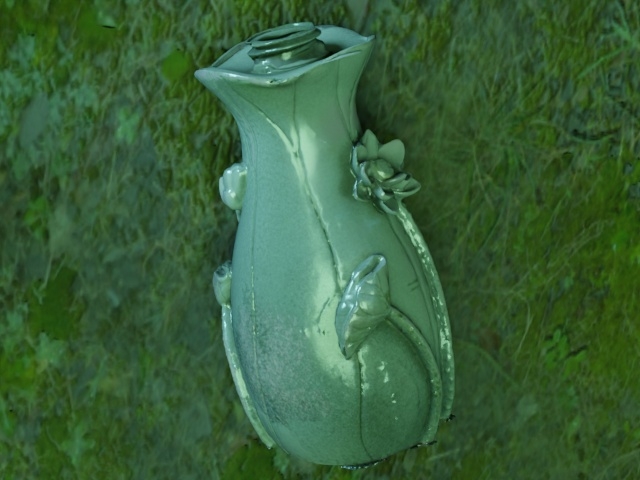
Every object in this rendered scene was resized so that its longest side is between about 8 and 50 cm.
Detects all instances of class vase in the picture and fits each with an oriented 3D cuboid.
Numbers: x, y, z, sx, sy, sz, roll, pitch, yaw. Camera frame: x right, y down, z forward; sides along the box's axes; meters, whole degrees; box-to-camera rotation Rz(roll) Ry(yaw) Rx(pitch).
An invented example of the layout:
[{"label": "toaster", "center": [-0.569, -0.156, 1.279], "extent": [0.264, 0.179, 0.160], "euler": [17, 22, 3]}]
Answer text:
[{"label": "vase", "center": [0.000, 0.000, 1.450], "extent": [0.249, 0.250, 0.446], "euler": [-11, 108, -1]}]
